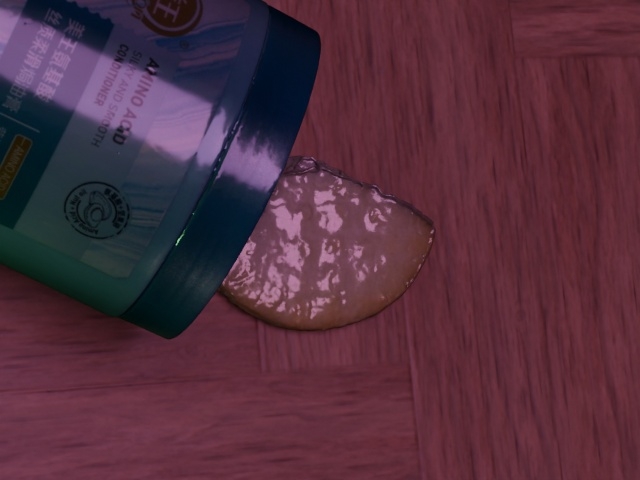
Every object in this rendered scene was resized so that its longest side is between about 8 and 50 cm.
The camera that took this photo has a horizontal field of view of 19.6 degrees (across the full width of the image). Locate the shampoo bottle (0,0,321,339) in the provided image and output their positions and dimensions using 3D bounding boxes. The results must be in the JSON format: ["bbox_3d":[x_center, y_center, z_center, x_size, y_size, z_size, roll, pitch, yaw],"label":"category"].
[{"bbox_3d":[-0.225,-0.126,1.725,0.342,0.331,0.331,26,73,-13],"label":"shampoo bottle"}]

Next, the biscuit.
[{"bbox_3d":[0.000,0.000,1.942,0.265,0.040,0.188,-12,88,-21],"label":"biscuit"}]
